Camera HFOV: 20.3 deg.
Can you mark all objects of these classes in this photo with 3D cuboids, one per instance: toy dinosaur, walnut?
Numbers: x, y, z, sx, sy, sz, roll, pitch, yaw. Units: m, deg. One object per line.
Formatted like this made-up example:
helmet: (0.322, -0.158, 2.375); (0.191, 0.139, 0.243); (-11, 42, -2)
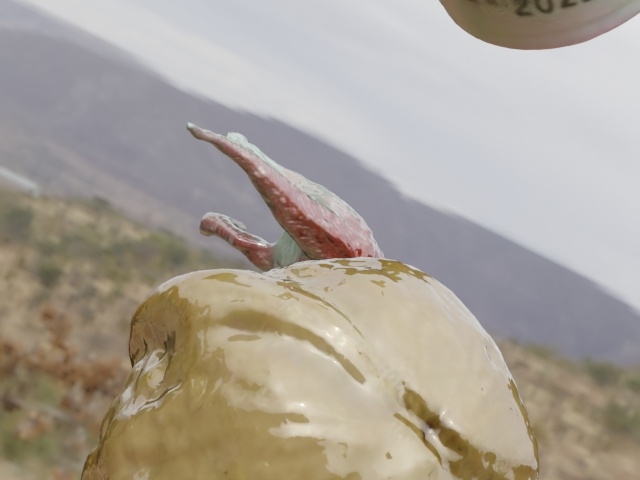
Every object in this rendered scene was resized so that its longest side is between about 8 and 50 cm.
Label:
toy dinosaur: (0.000, 0.000, 0.994); (0.167, 0.053, 0.242); (29, -15, 24)
walnut: (-0.008, 0.073, 0.608); (0.149, 0.166, 0.166); (54, -5, -15)

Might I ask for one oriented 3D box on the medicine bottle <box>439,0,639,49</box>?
medicine bottle: (0.134, -0.342, 1.319); (0.219, 0.219, 0.388); (28, -21, 39)
